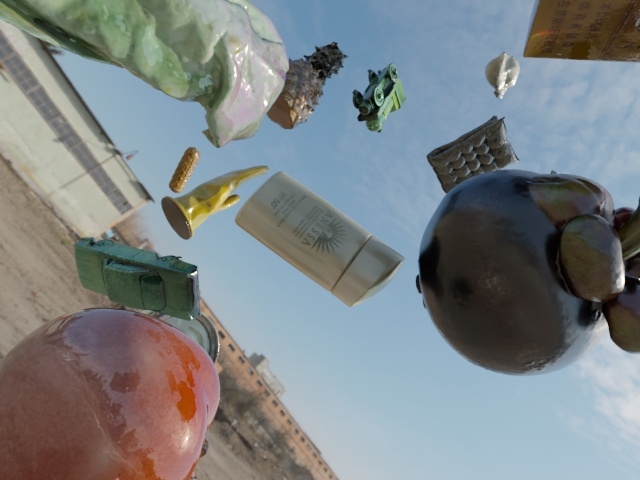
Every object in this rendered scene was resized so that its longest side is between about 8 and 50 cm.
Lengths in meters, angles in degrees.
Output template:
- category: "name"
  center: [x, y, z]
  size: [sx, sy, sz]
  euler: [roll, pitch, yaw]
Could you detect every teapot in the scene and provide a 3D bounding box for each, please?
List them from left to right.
- category: "teapot"
  center: [-0.499, 0.312, 1.205]
  size: [0.312, 0.314, 0.234]
  euler: [-6, -82, 47]

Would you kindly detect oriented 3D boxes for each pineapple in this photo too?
- category: "pineapple"
  center: [-0.028, -0.417, 1.099]
  size: [0.157, 0.279, 0.158]
  euler: [39, -18, 15]

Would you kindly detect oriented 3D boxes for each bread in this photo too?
- category: "bread"
  center: [-0.417, -0.215, 1.304]
  size: [0.044, 0.157, 0.052]
  euler: [37, 15, 17]

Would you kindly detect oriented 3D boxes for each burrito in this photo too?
- category: "burrito"
  center: [-0.118, -0.173, 0.296]
  size: [0.228, 0.144, 0.089]
  euler: [27, -22, -38]

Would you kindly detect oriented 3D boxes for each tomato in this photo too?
- category: "tomato"
  center: [-0.309, 0.248, 0.601]
  size: [0.321, 0.321, 0.322]
  euler: [41, -23, 22]

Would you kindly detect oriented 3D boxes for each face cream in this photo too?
- category: "face cream"
  center: [0.000, 0.000, 0.921]
  size: [0.348, 0.174, 0.081]
  euler: [36, -27, 8]

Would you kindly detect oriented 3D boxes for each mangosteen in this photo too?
- category: "mangosteen"
  center: [0.394, 0.050, 0.774]
  size: [0.434, 0.382, 0.382]
  euler: [-11, -59, 34]

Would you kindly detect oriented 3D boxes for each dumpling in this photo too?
- category: "dumpling"
  center: [0.605, -0.543, 1.414]
  size: [0.188, 0.108, 0.127]
  euler: [-7, 95, -73]

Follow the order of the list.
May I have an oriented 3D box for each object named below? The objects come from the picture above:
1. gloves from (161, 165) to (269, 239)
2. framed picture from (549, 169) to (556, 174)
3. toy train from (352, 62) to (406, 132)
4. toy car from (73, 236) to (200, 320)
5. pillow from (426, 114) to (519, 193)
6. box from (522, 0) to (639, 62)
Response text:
- category: "gloves"
  center: [-0.248, -0.124, 1.094]
  size: [0.133, 0.294, 0.116]
  euler: [11, -51, 47]
- category: "framed picture"
  center: [0.713, -0.050, 1.351]
  size: [0.020, 0.290, 0.211]
  euler: [11, -35, 14]
- category: "toy train"
  center: [0.158, -0.372, 1.122]
  size: [0.083, 0.200, 0.132]
  euler: [3, -42, 37]
- category: "toy car"
  center: [-0.426, 0.085, 0.975]
  size: [0.320, 0.097, 0.142]
  euler: [13, -61, 14]
- category: "pillow"
  center: [0.628, -0.341, 1.757]
  size: [0.228, 0.326, 0.101]
  euler: [51, 17, -33]
- category: "box"
  center: [0.612, -0.438, 0.758]
  size: [0.414, 0.116, 0.264]
  euler: [12, -8, 18]
